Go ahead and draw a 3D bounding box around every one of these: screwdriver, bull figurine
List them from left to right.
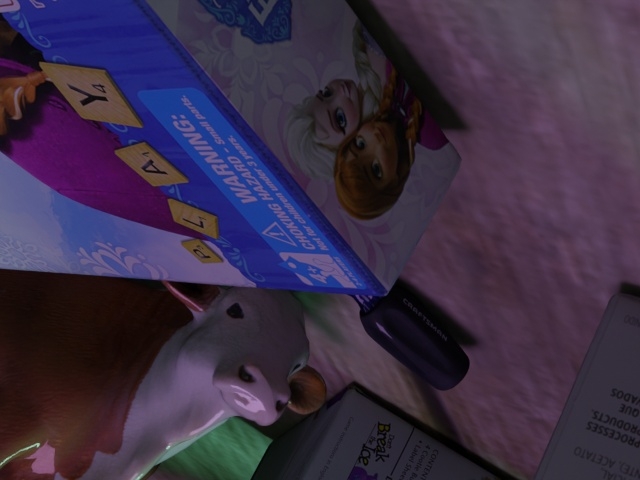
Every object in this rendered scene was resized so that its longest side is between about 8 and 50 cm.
[{"bbox_3d":[-0.146,0.069,0.815,0.310,0.188,0.101,16,148,37],"label":"bull figurine"},{"bbox_3d":[0.000,0.000,0.720,0.170,0.025,0.024,47,151,-18],"label":"screwdriver"}]

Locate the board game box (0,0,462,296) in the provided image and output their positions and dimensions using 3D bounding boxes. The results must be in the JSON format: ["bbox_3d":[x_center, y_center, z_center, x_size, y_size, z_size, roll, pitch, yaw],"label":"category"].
[{"bbox_3d":[-0.161,-0.107,0.609,0.318,0.066,0.319,2,143,44],"label":"board game box"}]

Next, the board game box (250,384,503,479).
[{"bbox_3d":[0.078,0.214,0.889,0.275,0.144,0.142,32,156,-6],"label":"board game box"}]

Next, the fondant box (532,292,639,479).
[{"bbox_3d":[0.087,0.220,0.668,0.096,0.330,0.238,21,155,17],"label":"fondant box"}]
